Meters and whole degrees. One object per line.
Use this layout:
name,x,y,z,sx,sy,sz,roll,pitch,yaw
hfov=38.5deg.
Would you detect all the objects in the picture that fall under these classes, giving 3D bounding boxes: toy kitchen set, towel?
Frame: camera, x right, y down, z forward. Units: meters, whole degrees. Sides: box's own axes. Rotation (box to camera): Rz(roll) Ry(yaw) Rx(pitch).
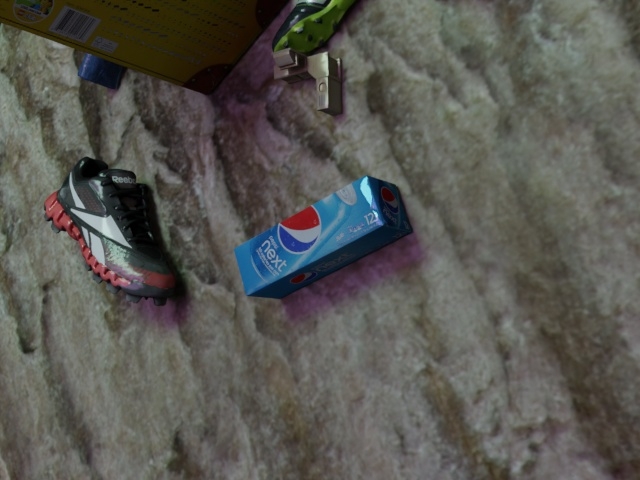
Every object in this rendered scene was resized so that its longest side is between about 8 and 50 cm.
toy kitchen set,-0.026,-0.196,1.154,0.083,0.068,0.075,-7,79,34
towel,-0.311,-0.286,1.362,0.029,0.067,0.119,36,103,34

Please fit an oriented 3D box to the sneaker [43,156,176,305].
sneaker,-0.284,-0.023,1.287,0.276,0.097,0.135,42,109,33

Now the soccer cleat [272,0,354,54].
soccer cleat,0.002,-0.305,1.163,0.179,0.060,0.072,-44,52,14

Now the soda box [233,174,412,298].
soda box,0.000,0.000,1.106,0.210,0.071,0.067,-29,69,28

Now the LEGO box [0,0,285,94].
LEGO box,-0.329,-0.423,1.133,0.193,0.500,0.372,-45,62,21
